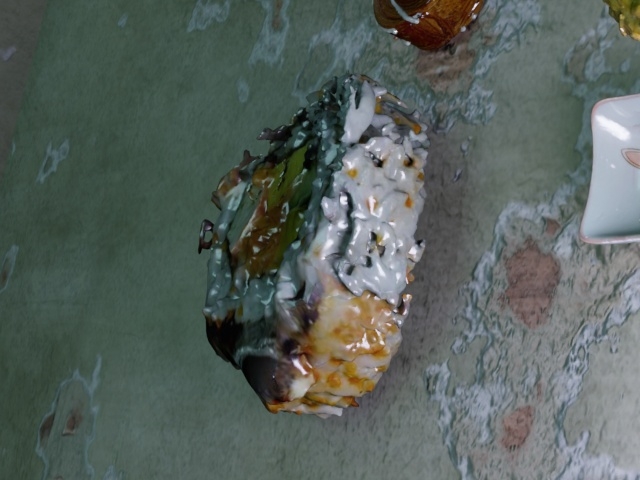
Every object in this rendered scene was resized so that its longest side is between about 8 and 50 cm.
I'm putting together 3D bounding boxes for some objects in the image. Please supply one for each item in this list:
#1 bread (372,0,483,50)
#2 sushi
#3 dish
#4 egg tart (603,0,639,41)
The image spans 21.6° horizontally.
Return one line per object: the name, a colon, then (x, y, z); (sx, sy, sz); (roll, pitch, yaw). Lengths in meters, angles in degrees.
bread: (0.131, -0.311, 2.047); (0.160, 0.073, 0.160); (-33, 48, 46)
sushi: (0.002, -0.004, 1.990); (0.417, 0.176, 0.417); (-46, 34, 45)
dish: (0.346, -0.071, 1.577); (0.212, 0.077, 0.151); (-13, 64, 54)
egg tart: (0.392, -0.337, 1.580); (0.345, 0.132, 0.345); (-43, 39, 50)
